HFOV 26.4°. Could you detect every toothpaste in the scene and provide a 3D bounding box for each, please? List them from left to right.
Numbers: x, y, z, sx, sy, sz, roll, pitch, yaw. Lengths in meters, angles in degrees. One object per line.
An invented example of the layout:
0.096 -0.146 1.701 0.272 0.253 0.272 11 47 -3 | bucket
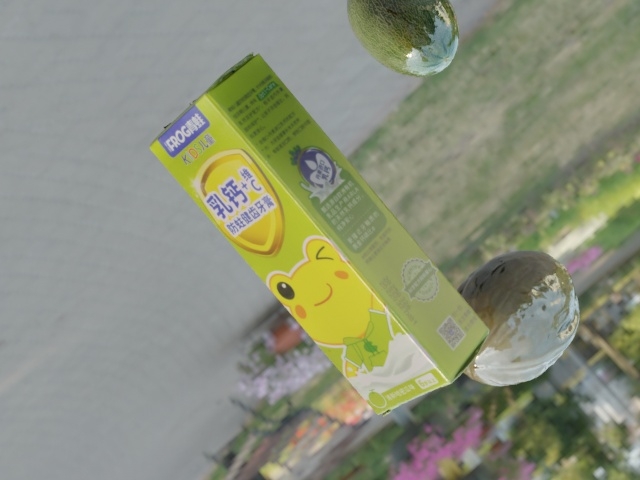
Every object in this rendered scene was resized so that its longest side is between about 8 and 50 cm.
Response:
0.000 0.000 1.174 0.077 0.327 0.110 -45 -173 -38 | toothpaste

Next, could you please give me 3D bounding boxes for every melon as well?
0.094 -0.264 1.600 0.114 0.167 0.114 -27 154 -15 | melon

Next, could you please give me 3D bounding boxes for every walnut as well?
0.207 0.084 1.473 0.162 0.140 0.140 -27 165 -22 | walnut
